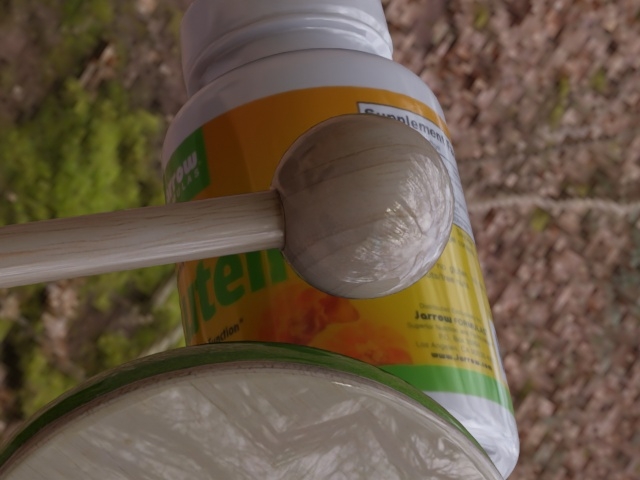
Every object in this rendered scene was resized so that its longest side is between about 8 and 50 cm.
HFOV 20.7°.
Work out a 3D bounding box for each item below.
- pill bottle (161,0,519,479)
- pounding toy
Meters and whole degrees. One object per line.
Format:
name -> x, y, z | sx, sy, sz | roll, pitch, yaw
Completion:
pill bottle -> 0.000, 0.000, 0.799 | 0.136, 0.136, 0.246 | 130, -43, -51
pounding toy -> -0.035, 0.071, 0.554 | 0.110, 0.182, 0.237 | -108, -172, -64
